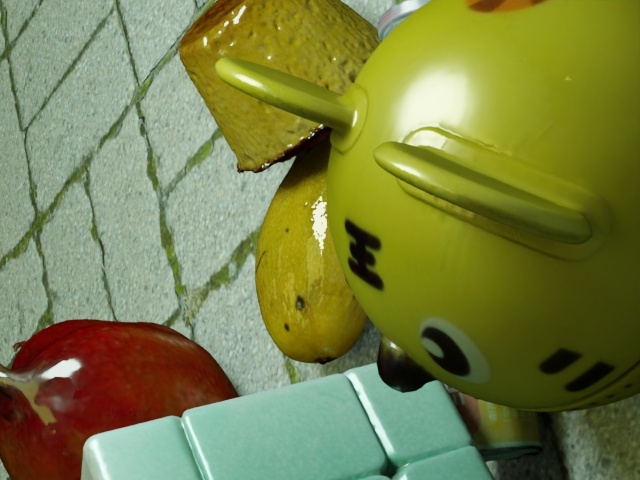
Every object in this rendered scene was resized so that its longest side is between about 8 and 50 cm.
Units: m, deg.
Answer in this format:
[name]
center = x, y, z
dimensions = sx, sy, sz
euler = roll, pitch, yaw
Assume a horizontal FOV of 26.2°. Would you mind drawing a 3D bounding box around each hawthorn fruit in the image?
[hawthorn fruit]
center = -0.226, 0.216, 1.563
dimensions = 0.311, 0.295, 0.295
euler = 74, -179, -63

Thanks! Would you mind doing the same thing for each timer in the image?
[timer]
center = 0.135, -0.043, 1.030
dimensions = 0.376, 0.386, 0.376
euler = -18, 67, 50

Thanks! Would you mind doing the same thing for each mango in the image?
[mango]
center = -0.004, 0.000, 1.439
dimensions = 0.157, 0.109, 0.262
euler = -21, 66, 55

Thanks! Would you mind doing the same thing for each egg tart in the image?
[egg tart]
center = -0.044, -0.183, 1.432
dimensions = 0.215, 0.171, 0.215
euler = -39, 18, 15

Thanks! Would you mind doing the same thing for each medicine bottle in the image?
[medicine bottle]
center = 0.132, -0.013, 1.267
dimensions = 0.108, 0.108, 0.426
euler = -25, 66, 49

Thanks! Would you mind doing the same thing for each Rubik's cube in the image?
[Rubik's cube]
center = -0.014, 0.332, 1.149
dimensions = 0.316, 0.321, 0.319
euler = 61, 152, 33
